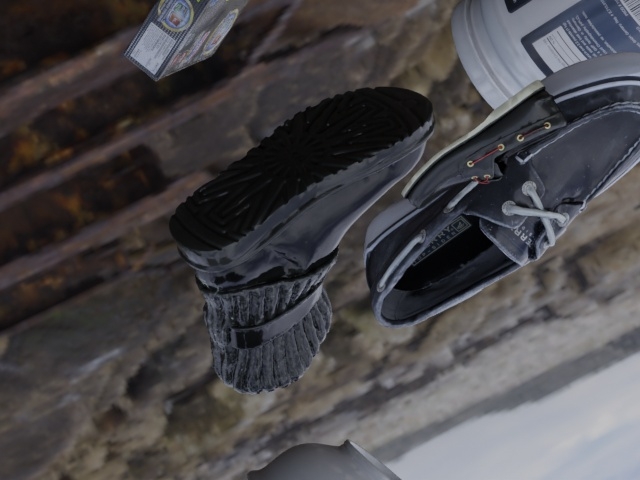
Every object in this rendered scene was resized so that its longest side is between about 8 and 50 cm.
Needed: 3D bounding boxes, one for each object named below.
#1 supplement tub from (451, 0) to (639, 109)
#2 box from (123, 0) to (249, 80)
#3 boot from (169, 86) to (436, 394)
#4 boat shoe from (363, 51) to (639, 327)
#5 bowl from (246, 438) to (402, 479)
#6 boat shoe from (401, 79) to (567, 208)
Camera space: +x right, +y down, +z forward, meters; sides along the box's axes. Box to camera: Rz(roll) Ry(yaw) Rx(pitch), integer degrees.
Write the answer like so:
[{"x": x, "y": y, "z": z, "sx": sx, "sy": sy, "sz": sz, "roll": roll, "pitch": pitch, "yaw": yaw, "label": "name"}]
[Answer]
[{"x": 0.300, "y": -0.261, "z": 1.351, "sx": 0.272, "sy": 0.191, "sz": 0.191, "roll": -30, "pitch": 172, "yaw": 35, "label": "supplement tub"}, {"x": -0.132, "y": -0.349, "z": 1.638, "sx": 0.270, "sy": 0.060, "sz": 0.216, "roll": -52, "pitch": 178, "yaw": 22, "label": "box"}, {"x": -0.003, "y": -0.002, "z": 1.416, "sx": 0.348, "sy": 0.131, "sz": 0.260, "roll": -32, "pitch": 136, "yaw": -15, "label": "boot"}, {"x": 0.153, "y": -0.029, "z": 0.972, "sx": 0.301, "sy": 0.108, "sz": 0.102, "roll": -33, "pitch": -148, "yaw": 27, "label": "boat shoe"}, {"x": 0.050, "y": 0.374, "z": 1.731, "sx": 0.134, "sy": 0.298, "sz": 0.298, "roll": -51, "pitch": 172, "yaw": -3, "label": "bowl"}, {"x": 0.117, "y": -0.061, "z": 0.897, "sx": 0.133, "sy": 0.042, "sz": 0.049, "roll": -36, "pitch": 172, "yaw": 19, "label": "boat shoe"}]
